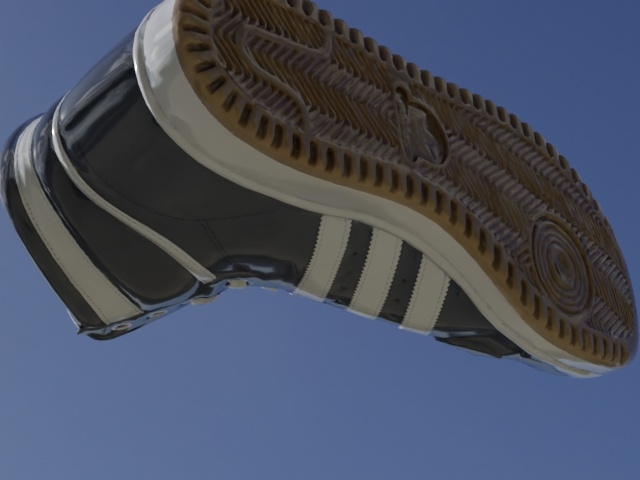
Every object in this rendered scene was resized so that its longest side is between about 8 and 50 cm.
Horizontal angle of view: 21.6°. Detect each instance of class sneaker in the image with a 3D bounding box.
[{"bbox_3d":[0.000,0.000,0.698,0.153,0.099,0.282,-28,-43,35],"label":"sneaker"}]
